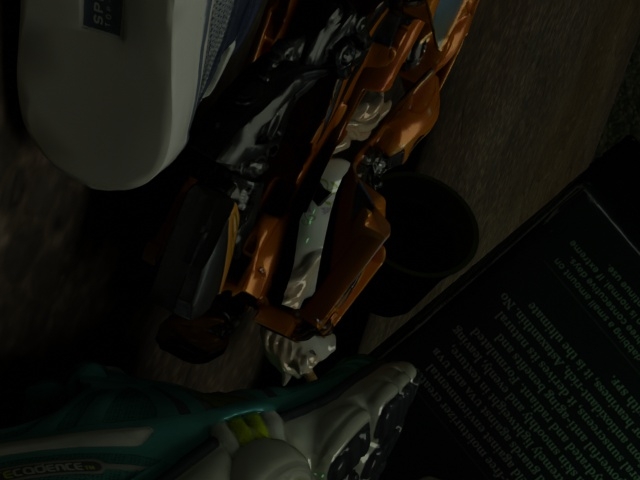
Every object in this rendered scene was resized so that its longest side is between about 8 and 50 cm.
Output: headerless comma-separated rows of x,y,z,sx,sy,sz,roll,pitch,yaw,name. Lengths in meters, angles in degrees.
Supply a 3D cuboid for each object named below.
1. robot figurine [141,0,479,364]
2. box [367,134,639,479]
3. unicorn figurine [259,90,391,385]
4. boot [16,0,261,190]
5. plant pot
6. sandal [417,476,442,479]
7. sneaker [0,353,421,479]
0.019,-0.076,0.545,0.291,0.085,0.211,-64,175,-4,robot figurine
0.135,0.102,0.874,0.294,0.183,0.296,-41,175,21,box
0.000,0.000,0.710,0.111,0.060,0.162,-49,141,-52,unicorn figurine
-0.042,-0.108,0.369,0.086,0.069,0.190,-63,175,-46,boot
0.054,0.011,0.885,0.083,0.083,0.079,-57,174,-38,plant pot
-0.014,0.208,0.479,0.169,0.102,0.416,-56,-178,16,sandal
-0.048,0.077,0.465,0.275,0.110,0.107,-6,126,-63,sneaker
